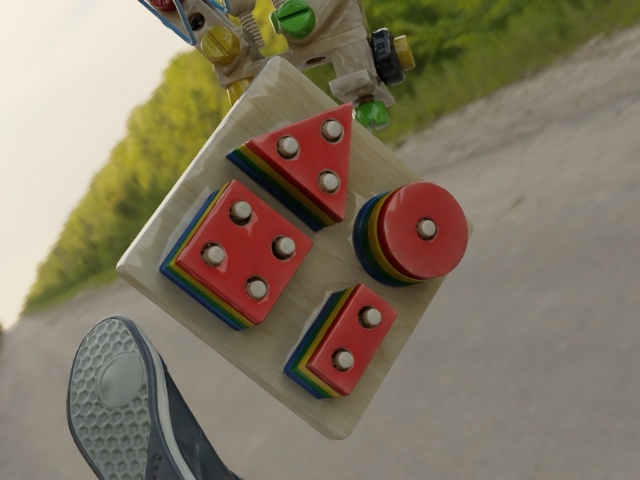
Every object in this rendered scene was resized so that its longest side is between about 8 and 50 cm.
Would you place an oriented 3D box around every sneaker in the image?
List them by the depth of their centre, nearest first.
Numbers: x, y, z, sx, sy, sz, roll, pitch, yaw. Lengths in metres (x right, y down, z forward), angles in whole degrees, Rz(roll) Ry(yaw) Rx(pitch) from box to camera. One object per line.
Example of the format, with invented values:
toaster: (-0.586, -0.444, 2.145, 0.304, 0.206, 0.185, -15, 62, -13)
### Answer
sneaker: (-0.106, 0.173, 1.029, 0.086, 0.226, 0.163, -34, -33, 14)

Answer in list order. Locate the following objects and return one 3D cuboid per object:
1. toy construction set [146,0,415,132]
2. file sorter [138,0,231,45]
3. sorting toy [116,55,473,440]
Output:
toy construction set: (-0.035, -0.196, 1.404, 0.257, 0.237, 0.309, -21, -6, -15)
file sorter: (-0.088, -0.262, 1.084, 0.170, 0.104, 0.118, -45, -19, -10)
sorting toy: (0.000, 0.000, 1.185, 0.255, 0.257, 0.089, -56, 15, -23)
